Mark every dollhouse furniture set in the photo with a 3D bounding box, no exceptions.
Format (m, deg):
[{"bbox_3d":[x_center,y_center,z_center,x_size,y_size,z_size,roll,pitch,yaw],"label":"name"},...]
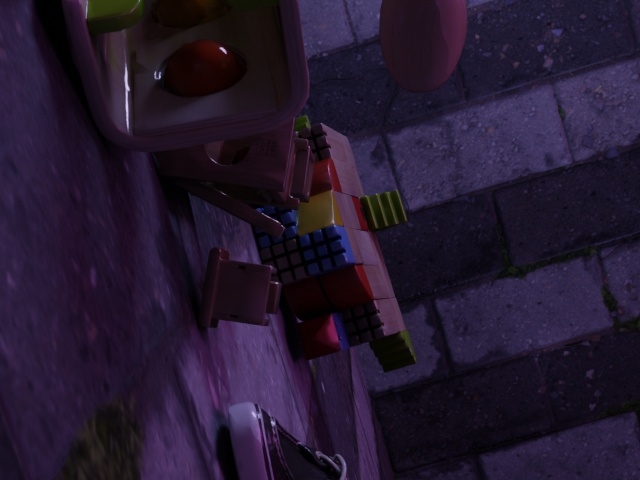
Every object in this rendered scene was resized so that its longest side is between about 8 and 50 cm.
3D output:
[{"bbox_3d":[-0.072,-0.011,0.776,0.182,0.101,0.161,55,43,-83],"label":"dollhouse furniture set"}]

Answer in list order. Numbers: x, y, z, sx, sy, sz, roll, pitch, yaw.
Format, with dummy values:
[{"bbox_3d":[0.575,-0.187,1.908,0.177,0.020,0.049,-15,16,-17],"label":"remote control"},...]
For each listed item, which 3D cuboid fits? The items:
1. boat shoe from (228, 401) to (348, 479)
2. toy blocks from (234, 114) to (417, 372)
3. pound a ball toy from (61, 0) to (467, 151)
[{"bbox_3d":[-0.011,0.180,0.707,0.219,0.070,0.078,70,4,-48],"label":"boat shoe"},{"bbox_3d":[0.000,0.000,1.257,0.261,0.191,0.381,5,67,-74],"label":"toy blocks"},{"bbox_3d":[-0.047,-0.170,0.626,0.319,0.208,0.136,-104,-174,-45],"label":"pound a ball toy"}]
